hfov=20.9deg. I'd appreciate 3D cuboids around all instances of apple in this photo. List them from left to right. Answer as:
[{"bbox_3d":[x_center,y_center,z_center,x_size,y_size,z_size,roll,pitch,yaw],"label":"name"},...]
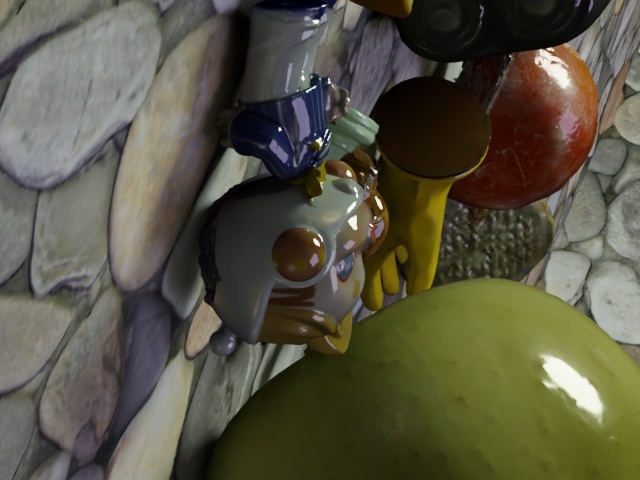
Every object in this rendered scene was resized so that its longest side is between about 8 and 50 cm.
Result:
[{"bbox_3d":[0.129,0.269,1.558,0.473,0.473,0.473,21,90,-76],"label":"apple"}]

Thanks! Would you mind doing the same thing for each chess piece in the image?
[{"bbox_3d":[-0.003,-0.066,1.429,0.103,0.067,0.067,-61,166,1],"label":"chess piece"}]

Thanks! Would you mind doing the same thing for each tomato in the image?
[{"bbox_3d":[0.219,-0.127,1.868,0.181,0.155,0.214,-80,-164,-53],"label":"tomato"}]

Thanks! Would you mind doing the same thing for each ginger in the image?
[{"bbox_3d":[0.000,0.000,1.517,0.162,0.073,0.103,-56,148,-24],"label":"ginger"}]

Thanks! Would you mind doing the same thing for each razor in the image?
[{"bbox_3d":[0.197,-0.254,1.639,0.349,0.204,0.113,-41,119,-65],"label":"razor"}]

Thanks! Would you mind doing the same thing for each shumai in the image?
[{"bbox_3d":[0.170,-0.030,2.047,0.120,0.201,0.201,-117,-150,-48],"label":"shumai"}]

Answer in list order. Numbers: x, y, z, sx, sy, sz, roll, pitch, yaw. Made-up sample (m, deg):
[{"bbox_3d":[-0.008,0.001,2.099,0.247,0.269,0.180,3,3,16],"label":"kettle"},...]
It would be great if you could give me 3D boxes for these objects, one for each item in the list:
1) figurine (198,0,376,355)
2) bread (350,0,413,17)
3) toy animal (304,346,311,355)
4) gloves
[{"bbox_3d":[-0.027,-0.041,1.260,0.194,0.133,0.274,-79,168,-48],"label":"figurine"},{"bbox_3d":[0.017,-0.225,1.218,0.226,0.088,0.049,61,48,-73],"label":"bread"},{"bbox_3d":[0.010,0.070,1.654,0.083,0.081,0.060,-41,153,-22],"label":"toy animal"},{"bbox_3d":[0.093,-0.034,1.782,0.133,0.116,0.294,-53,166,-30],"label":"gloves"}]
